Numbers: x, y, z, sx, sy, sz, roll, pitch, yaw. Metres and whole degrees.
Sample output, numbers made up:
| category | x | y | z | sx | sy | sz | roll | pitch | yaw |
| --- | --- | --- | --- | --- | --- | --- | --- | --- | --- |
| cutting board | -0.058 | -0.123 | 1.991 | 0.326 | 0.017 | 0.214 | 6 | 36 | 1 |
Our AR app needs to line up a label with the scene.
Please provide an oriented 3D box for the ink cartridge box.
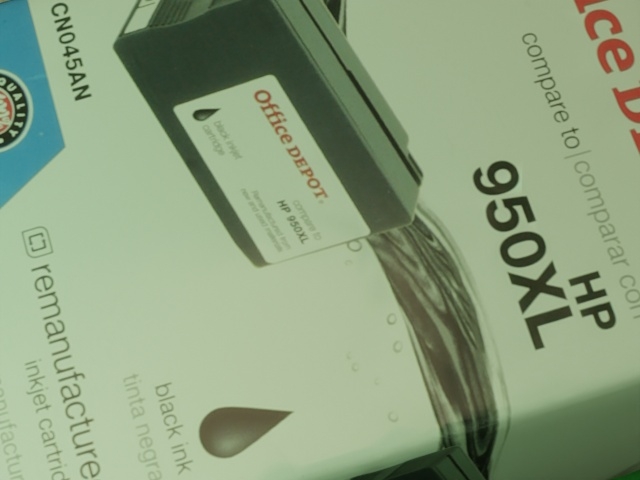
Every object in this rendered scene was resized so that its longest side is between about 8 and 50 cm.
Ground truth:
| category | x | y | z | sx | sy | sz | roll | pitch | yaw |
| --- | --- | --- | --- | --- | --- | --- | --- | --- | --- |
| ink cartridge box | 0.000 | 0.000 | 0.842 | 0.395 | 0.166 | 0.285 | -17 | 66 | -4 |

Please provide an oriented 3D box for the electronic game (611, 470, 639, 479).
| category | x | y | z | sx | sy | sz | roll | pitch | yaw |
| --- | --- | --- | --- | --- | --- | --- | --- | --- | --- |
| electronic game | 0.164 | 0.052 | 0.970 | 0.229 | 0.048 | 0.229 | 0 | 91 | -16 |
